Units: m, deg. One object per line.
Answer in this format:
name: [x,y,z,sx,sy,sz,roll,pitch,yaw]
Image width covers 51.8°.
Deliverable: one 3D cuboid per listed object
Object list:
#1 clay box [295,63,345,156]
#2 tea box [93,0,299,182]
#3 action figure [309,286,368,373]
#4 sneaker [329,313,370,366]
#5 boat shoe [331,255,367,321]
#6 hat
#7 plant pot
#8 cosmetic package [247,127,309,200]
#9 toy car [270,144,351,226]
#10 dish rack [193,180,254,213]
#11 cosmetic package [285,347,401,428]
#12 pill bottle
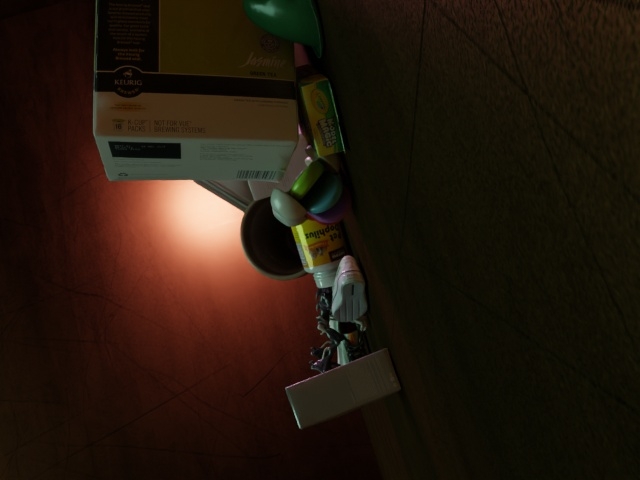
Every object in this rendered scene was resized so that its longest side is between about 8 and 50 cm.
clay box: [-0.010,-0.232,1.170,0.222,0.053,0.127,-115,9,-66]
tea box: [-0.222,-0.287,1.179,0.220,0.329,0.323,131,138,-72]
action figure: [0.050,0.200,1.704,0.164,0.141,0.275,-64,-17,-84]
sneaker: [0.092,0.318,1.878,0.108,0.100,0.271,110,143,-75]
boat shoe: [0.070,0.113,1.523,0.226,0.083,0.075,101,165,-58]
hat: [-0.112,-0.363,1.046,0.173,0.184,0.208,78,173,-59]
plant pot: [-0.075,-0.015,1.944,0.229,0.263,0.263,11,-120,-74]
cosmetic package: [-0.123,-0.225,1.819,0.151,0.184,0.151,-115,10,-63]
toy car: [-0.004,-0.087,1.262,0.136,0.159,0.182,37,172,3]
dish rack: [-0.201,-0.235,1.944,0.072,0.285,0.333,19,171,47]
cosmetic package: [0.050,0.331,1.460,0.127,0.238,0.107,89,163,-74]
pill bottle: [0.000,0.000,1.585,0.117,0.117,0.215,-134,26,-81]
